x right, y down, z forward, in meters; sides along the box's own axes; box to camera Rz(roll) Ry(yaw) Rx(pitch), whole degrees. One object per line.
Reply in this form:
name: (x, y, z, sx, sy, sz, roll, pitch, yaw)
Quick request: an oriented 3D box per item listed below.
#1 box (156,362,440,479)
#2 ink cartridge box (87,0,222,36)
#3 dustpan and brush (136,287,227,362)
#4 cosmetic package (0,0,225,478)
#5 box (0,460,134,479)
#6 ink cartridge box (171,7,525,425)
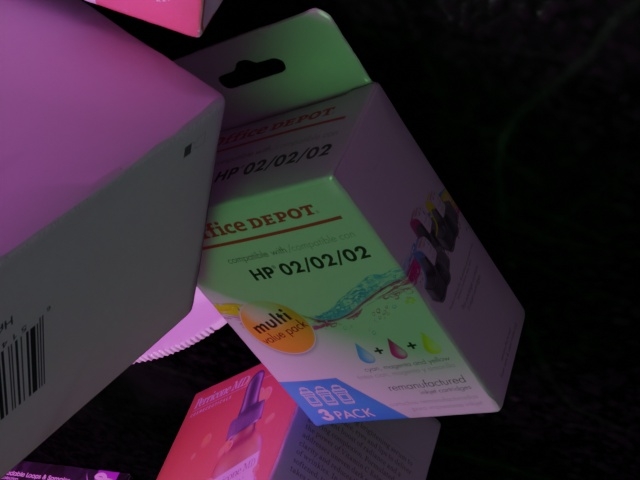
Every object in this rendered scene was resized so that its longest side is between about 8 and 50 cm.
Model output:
box: (-0.030, 0.155, 0.582, 0.091, 0.170, 0.130, 39, 138, -20)
ink cartridge box: (-0.116, -0.156, 0.359, 0.198, 0.067, 0.115, 19, 141, 6)
dustpan and brush: (-0.145, 0.031, 0.586, 0.147, 0.060, 0.211, 38, 138, -16)
cosmetic package: (-0.195, -0.010, 0.392, 0.224, 0.224, 0.138, 37, 143, 15)
box: (-0.192, 0.210, 0.834, 0.162, 0.029, 0.116, 2, 136, 26)
ink cartridge box: (0.000, 0.000, 0.480, 0.104, 0.061, 0.181, -12, 128, 36)
